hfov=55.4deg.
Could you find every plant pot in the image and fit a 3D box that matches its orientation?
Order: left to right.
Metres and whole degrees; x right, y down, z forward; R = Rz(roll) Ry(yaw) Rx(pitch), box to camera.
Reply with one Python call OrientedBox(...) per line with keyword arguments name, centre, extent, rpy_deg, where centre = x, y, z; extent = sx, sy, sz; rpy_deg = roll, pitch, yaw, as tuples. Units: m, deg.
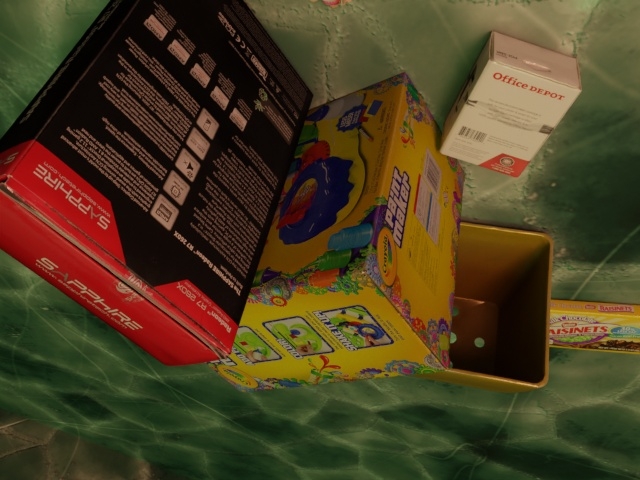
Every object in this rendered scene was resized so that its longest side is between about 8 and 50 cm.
OrientedBox(name="plant pot", centre=(0.197, 0.110, 0.875), extent=(0.212, 0.212, 0.187), rpy_deg=(8, 155, 9))

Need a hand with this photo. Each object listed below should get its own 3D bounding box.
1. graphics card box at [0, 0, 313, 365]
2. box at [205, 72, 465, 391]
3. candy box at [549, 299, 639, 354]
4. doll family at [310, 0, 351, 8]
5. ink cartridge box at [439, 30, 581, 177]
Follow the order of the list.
OrientedBox(name="graphics card box", centre=(-0.136, -0.098, 0.582), extent=(0.094, 0.371, 0.233), rpy_deg=(-16, 133, 33))
OrientedBox(name="box", centre=(0.000, 0.000, 0.720), extent=(0.279, 0.290, 0.177), rpy_deg=(-15, 133, 32))
OrientedBox(name="candy box", centre=(0.415, 0.135, 0.957), extent=(0.205, 0.027, 0.105), rpy_deg=(2, 137, 16))
OrientedBox(name="doll family", centre=(-0.026, -0.292, 0.508), extent=(0.163, 0.118, 0.263), rpy_deg=(2, 140, 17))
OrientedBox(name="ink cartridge box", centre=(0.202, -0.144, 0.662), extent=(0.099, 0.056, 0.135), rpy_deg=(18, 142, -3))
